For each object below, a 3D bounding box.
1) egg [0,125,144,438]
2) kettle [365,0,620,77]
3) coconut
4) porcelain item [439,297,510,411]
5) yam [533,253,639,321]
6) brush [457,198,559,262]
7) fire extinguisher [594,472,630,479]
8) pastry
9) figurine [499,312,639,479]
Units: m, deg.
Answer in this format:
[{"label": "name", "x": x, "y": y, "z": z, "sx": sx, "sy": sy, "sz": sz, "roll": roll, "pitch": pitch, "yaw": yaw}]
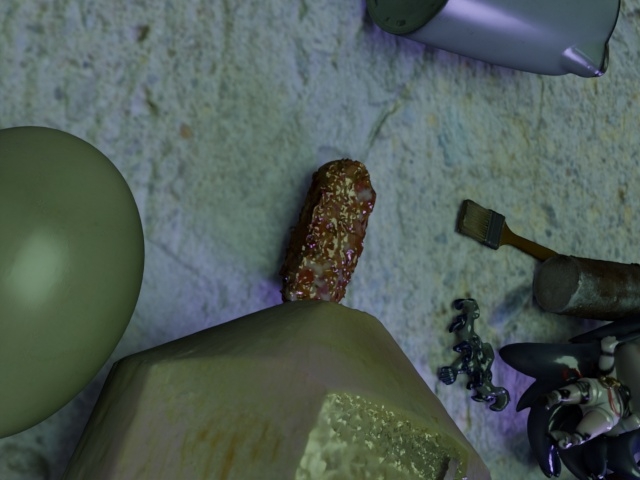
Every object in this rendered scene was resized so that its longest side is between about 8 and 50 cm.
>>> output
[{"label": "egg", "x": -0.231, "y": 0.032, "z": 0.732, "sx": 0.186, "sy": 0.186, "sz": 0.241, "roll": 22, "pitch": 78, "yaw": -30}, {"label": "kettle", "x": 0.190, "y": -0.297, "z": 1.070, "sx": 0.255, "sy": 0.165, "sz": 0.240, "roll": 7, "pitch": 53, "yaw": -33}, {"label": "coconut", "x": -0.035, "y": 0.213, "z": 0.774, "sx": 0.353, "sy": 0.353, "sz": 0.352, "roll": 3, "pitch": 84, "yaw": -33}, {"label": "porcelain item", "x": 0.160, "y": 0.137, "z": 1.082, "sx": 0.075, "sy": 0.021, "sz": 0.136, "roll": -25, "pitch": 99, "yaw": -28}, {"label": "yam", "x": 0.329, "y": 0.058, "z": 1.167, "sx": 0.141, "sy": 0.079, "sz": 0.079, "roll": 9, "pitch": 81, "yaw": -30}, {"label": "brush", "x": 0.225, "y": -0.001, "z": 1.142, "sx": 0.170, "sy": 0.014, "sz": 0.043, "roll": 23, "pitch": 75, "yaw": -31}, {"label": "fire extinguisher", "x": 0.325, "y": 0.324, "z": 1.149, "sx": 0.268, "sy": 0.072, "sz": 0.089, "roll": -6, "pitch": 124, "yaw": -34}, {"label": "pastry", "x": 0.002, "y": 0.001, "z": 0.968, "sx": 0.087, "sy": 0.063, "sz": 0.169, "roll": 31, "pitch": 72, "yaw": -34}, {"label": "figurine", "x": 0.330, "y": 0.175, "z": 1.091, "sx": 0.265, "sy": 0.197, "sz": 0.175, "roll": -7, "pitch": 90, "yaw": -14}]
